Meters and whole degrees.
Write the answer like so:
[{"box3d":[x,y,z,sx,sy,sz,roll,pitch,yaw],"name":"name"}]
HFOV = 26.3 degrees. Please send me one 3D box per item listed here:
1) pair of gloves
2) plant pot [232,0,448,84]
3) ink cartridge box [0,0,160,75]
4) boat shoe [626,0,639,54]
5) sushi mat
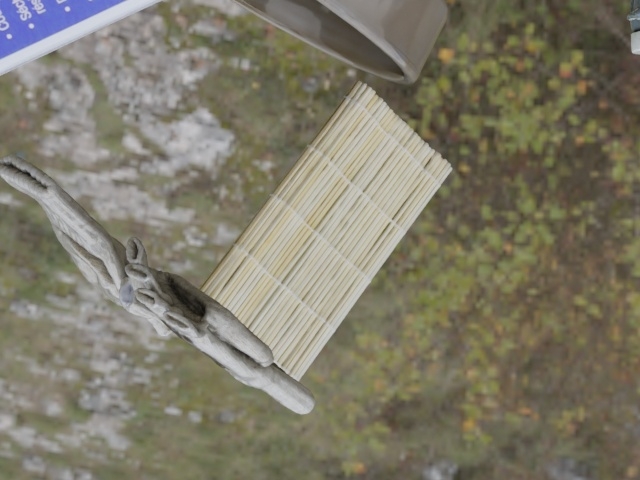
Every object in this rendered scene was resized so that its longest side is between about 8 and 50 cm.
[{"box3d":[-0.127,0.040,1.009,0.240,0.042,0.204,33,169,32],"name":"pair of gloves"},{"box3d":[0.004,-0.318,1.050,0.323,0.280,0.323,31,-179,-1],"name":"plant pot"},{"box3d":[-0.138,-0.162,0.546,0.371,0.069,0.176,-24,113,9],"name":"ink cartridge box"},{"box3d":[0.410,-0.232,1.181,0.319,0.099,0.116,-7,177,42],"name":"boat shoe"},{"box3d":[0.000,0.000,1.448,0.151,0.316,0.019,40,172,-23],"name":"sushi mat"}]
